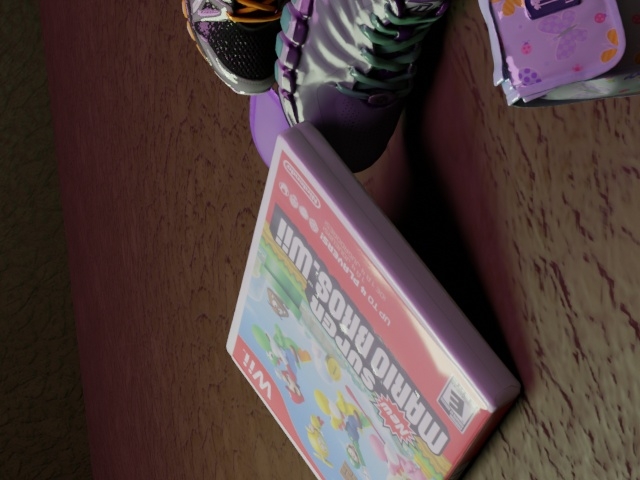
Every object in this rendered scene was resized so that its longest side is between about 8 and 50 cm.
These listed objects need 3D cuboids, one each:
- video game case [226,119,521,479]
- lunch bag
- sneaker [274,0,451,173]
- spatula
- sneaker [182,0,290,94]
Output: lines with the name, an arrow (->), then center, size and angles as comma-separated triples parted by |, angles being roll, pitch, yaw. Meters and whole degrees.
video game case -> 0.018, 0.079, 0.865 | 0.204, 0.025, 0.285 | 52, 154, 20
lunch bag -> 0.100, -0.088, 0.502 | 0.053, 0.083, 0.071 | 141, 120, -72
sneaker -> 0.029, -0.120, 0.746 | 0.098, 0.083, 0.223 | -125, 31, -48
spatula -> 0.000, 0.000, 0.997 | 0.084, 0.030, 0.296 | 99, 156, -50
sneaker -> -0.053, -0.210, 0.983 | 0.083, 0.084, 0.215 | -146, 50, -62
